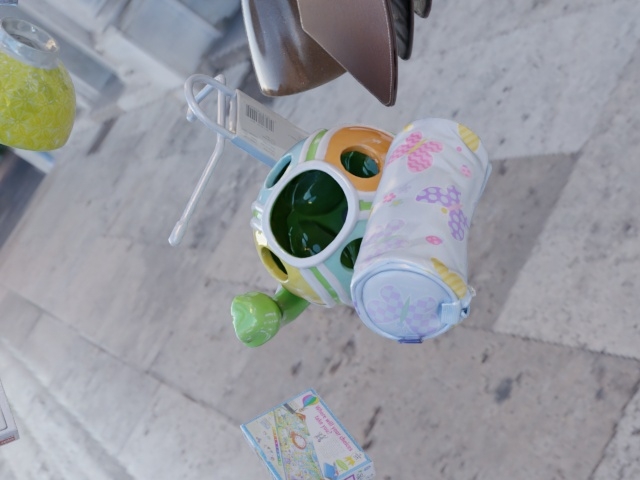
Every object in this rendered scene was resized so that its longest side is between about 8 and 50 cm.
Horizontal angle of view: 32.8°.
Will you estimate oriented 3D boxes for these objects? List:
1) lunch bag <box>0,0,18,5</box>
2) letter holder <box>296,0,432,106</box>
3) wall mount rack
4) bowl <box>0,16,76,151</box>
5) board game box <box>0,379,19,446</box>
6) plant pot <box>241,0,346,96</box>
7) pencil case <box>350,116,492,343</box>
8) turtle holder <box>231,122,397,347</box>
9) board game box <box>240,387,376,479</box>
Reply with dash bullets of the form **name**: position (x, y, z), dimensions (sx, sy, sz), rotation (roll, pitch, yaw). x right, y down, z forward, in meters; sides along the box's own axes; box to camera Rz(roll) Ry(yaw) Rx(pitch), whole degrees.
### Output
- **lunch bag**: position (-0.565, -0.449, 1.892), dimensions (0.053, 0.083, 0.071), rotation (30, -114, -71)
- **letter holder**: position (0.079, -0.346, 1.430), dimensions (0.152, 0.214, 0.302), rotation (-37, -23, -11)
- **wall mount rack**: position (-0.103, -0.091, 1.690), dimensions (0.130, 0.350, 0.304), rotation (-38, 37, 33)
- **bowl**: position (-0.555, -0.307, 1.965), dimensions (0.156, 0.289, 0.289), rotation (-56, 18, 22)
- **board game box**: position (-0.490, 0.119, 1.255), dimensions (0.193, 0.305, 0.053), rotation (-19, -17, -20)
- **plant pot**: position (-0.053, -0.410, 1.949), dimensions (0.215, 0.230, 0.215), rotation (-19, 27, 10)
- **pencil case**: position (0.113, -0.019, 1.178), dimensions (0.124, 0.113, 0.273), rotation (-5, 40, 19)
- **turtle holder**: position (-0.002, -0.020, 1.470), dimensions (0.320, 0.243, 0.227), rotation (-24, -8, 21)
- **board game box**: position (-0.017, 0.249, 1.291), dimensions (0.103, 0.026, 0.154), rotation (-26, 37, -15)
